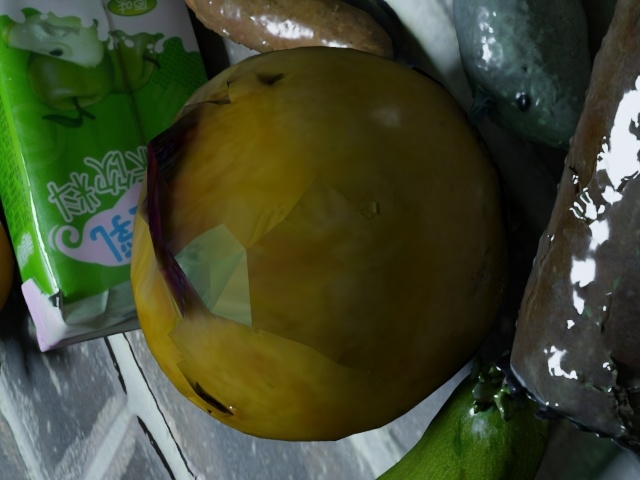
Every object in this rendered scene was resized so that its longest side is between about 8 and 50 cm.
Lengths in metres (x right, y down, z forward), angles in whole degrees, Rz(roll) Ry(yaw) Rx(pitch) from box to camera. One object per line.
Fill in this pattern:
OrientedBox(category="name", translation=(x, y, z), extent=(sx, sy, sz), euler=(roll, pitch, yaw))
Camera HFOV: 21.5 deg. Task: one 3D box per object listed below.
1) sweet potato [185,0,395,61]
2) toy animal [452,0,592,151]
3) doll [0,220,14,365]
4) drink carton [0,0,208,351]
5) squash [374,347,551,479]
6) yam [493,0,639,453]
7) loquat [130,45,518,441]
OrientedBox(category="sweet potato", translation=(-0.046, -0.162, 1.148), extent=(0.314, 0.066, 0.072), euler=(40, 128, 41))
OrientedBox(category="toy animal", translation=(0.091, -0.161, 0.950), extent=(0.079, 0.070, 0.253), euler=(-38, 62, 35))
OrientedBox(category="doll", translation=(-0.376, 0.050, 1.579), extent=(0.236, 0.213, 0.213), euler=(58, 142, 8))
OrientedBox(category="drink carton", translation=(-0.161, -0.067, 1.240), extent=(0.108, 0.161, 0.271), euler=(140, 115, -65))
OrientedBox(category="squash", translation=(0.078, 0.146, 1.028), extent=(0.080, 0.071, 0.318), euler=(56, 149, 13))
OrientedBox(category="yam", translation=(0.175, -0.029, 0.808), extent=(0.131, 0.131, 0.279), euler=(43, 130, 42))
OrientedBox(category="loquat", translation=(0.000, 0.000, 0.976), extent=(0.235, 0.235, 0.235), euler=(19, 113, 53))
